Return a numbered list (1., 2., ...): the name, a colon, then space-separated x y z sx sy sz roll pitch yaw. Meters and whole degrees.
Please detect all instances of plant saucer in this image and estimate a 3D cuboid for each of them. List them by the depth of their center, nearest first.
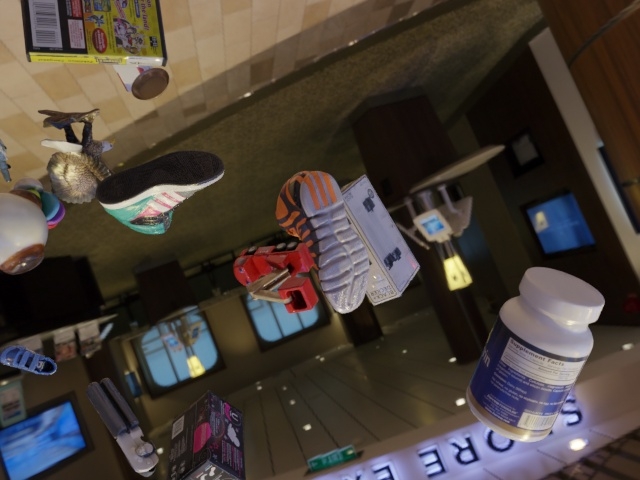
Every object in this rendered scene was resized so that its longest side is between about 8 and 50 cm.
1. plant saucer: -0.342 -0.313 1.106 0.083 0.084 0.015 -23 152 2

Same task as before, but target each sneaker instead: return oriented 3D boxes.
1. sneaker: 0.000 0.000 1.224 0.124 0.322 0.180 -19 -169 -26
2. sneaker: -0.371 -0.105 1.330 0.295 0.124 0.178 -17 154 -10
3. sneaker: -0.720 0.298 1.352 0.059 0.053 0.144 6 160 36

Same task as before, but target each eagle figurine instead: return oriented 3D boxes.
1. eagle figurine: -0.639 -0.214 1.517 0.225 0.299 0.226 -22 -147 -29

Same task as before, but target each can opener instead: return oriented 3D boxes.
1. can opener: -0.520 0.488 1.416 0.093 0.280 0.074 -48 161 25

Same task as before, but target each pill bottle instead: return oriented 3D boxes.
1. pill bottle: 0.358 0.188 0.915 0.153 0.265 0.153 13 -158 -5

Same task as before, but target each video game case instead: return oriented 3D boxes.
1. video game case: -0.438 -0.470 1.048 0.248 0.275 0.035 -6 171 -24

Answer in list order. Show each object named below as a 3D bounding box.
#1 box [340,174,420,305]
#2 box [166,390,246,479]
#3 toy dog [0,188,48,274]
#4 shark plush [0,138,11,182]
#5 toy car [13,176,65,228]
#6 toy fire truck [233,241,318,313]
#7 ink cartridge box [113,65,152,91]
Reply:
1. box: 0.124 -0.003 1.382 0.087 0.290 0.169 -27 -170 36
2. box: -0.308 0.570 1.478 0.163 0.142 0.247 -41 -153 12
3. toy dog: -0.852 -0.061 1.280 0.395 0.285 0.408 -34 152 15
4. shark plush: -0.797 -0.214 1.309 0.073 0.161 0.067 6 -146 41
5. toy car: -0.808 -0.082 1.559 0.136 0.159 0.182 3 157 -39
6. toy fire truck: -0.078 0.060 0.899 0.191 0.047 0.135 -6 -148 31
7. ink cartridge box: -0.459 -0.441 1.327 0.056 0.135 0.099 -15 131 5
